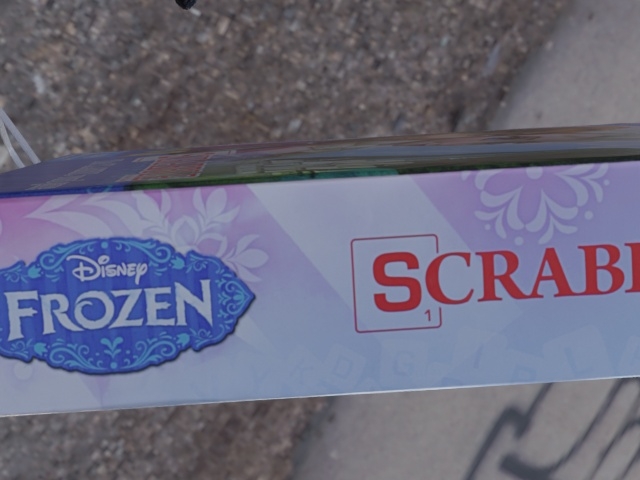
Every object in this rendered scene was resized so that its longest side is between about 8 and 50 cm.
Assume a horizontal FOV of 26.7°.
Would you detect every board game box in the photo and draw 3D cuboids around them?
[{"bbox_3d":[0.040,-0.006,0.519,0.318,0.318,0.065,-119,-154,-83],"label":"board game box"}]

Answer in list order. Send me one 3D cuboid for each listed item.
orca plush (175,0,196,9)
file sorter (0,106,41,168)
[{"bbox_3d":[-0.124,-0.307,1.519,0.151,0.287,0.102,-38,142,-74],"label":"orca plush"},{"bbox_3d":[-0.362,0.030,1.274,0.278,0.173,0.193,-36,174,-13],"label":"file sorter"}]
